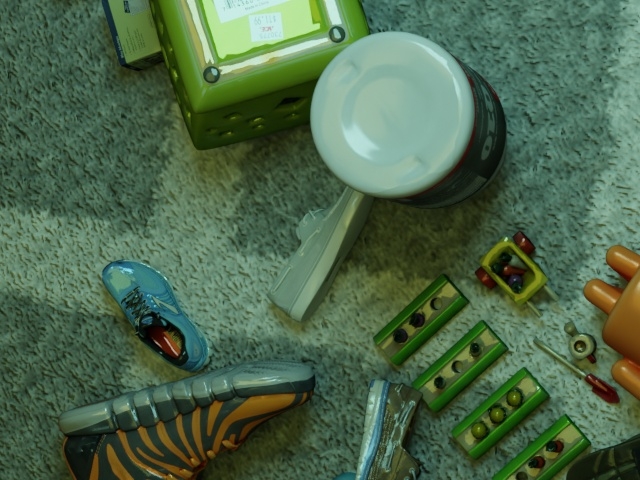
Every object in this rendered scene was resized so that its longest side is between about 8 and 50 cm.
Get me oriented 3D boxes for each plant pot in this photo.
[{"bbox_3d":[-0.065,-0.241,1.769,0.228,0.207,0.227,-17,85,-1],"label":"plant pot"}]

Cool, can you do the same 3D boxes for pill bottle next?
[{"bbox_3d":[0.103,-0.115,1.705,0.161,0.283,0.161,0,88,16],"label":"pill bottle"}]

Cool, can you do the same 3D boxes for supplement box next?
[{"bbox_3d":[-0.195,-0.249,1.911,0.083,0.056,0.083,-18,84,15],"label":"supplement box"}]

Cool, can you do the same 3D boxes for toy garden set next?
[{"bbox_3d":[0.204,0.131,1.792,0.204,0.049,0.244,-43,78,11],"label":"toy garden set"}]

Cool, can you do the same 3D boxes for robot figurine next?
[{"bbox_3d":[0.378,0.086,1.703,0.219,0.128,0.158,34,55,14],"label":"robot figurine"}]

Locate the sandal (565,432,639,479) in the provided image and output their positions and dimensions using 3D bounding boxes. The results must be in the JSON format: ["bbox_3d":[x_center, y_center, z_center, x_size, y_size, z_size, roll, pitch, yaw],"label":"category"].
[{"bbox_3d":[0.365,0.240,1.744,0.219,0.060,0.090,-22,77,29],"label":"sandal"}]

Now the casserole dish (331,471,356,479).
[{"bbox_3d":[0.054,0.342,1.838,0.188,0.037,0.114,40,100,12],"label":"casserole dish"}]

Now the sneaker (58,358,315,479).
[{"bbox_3d":[-0.134,0.242,1.863,0.321,0.124,0.180,-16,88,26],"label":"sneaker"}]

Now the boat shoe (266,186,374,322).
[{"bbox_3d":[0.000,0.000,1.852,0.063,0.066,0.184,31,107,14],"label":"boat shoe"}]

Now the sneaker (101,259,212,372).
[{"bbox_3d":[-0.190,0.082,1.894,0.162,0.073,0.063,45,101,12],"label":"sneaker"}]

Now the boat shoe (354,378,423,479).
[{"bbox_3d":[0.074,0.243,1.791,0.066,0.066,0.183,6,82,10],"label":"boat shoe"}]
